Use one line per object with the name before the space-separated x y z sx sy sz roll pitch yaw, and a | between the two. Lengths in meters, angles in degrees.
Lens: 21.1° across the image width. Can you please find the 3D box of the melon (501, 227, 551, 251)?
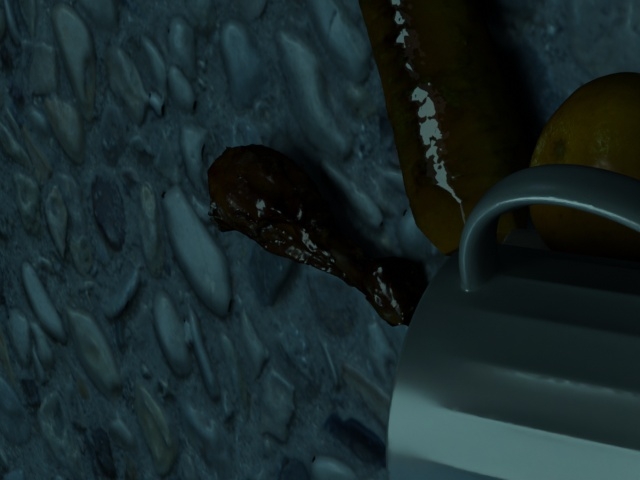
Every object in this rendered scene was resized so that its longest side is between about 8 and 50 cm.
melon | 0.210 0.025 1.381 0.139 0.202 0.093 -14 69 25

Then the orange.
orange | 0.229 -0.047 1.285 0.154 0.134 0.154 -57 21 36

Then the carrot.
carrot | 0.103 -0.139 1.470 0.114 0.114 0.302 -24 78 57

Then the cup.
cup | 0.233 0.100 1.151 0.327 0.237 0.323 9 126 31

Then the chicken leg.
chicken leg | 0.000 0.000 1.717 0.304 0.093 0.113 36 149 34
